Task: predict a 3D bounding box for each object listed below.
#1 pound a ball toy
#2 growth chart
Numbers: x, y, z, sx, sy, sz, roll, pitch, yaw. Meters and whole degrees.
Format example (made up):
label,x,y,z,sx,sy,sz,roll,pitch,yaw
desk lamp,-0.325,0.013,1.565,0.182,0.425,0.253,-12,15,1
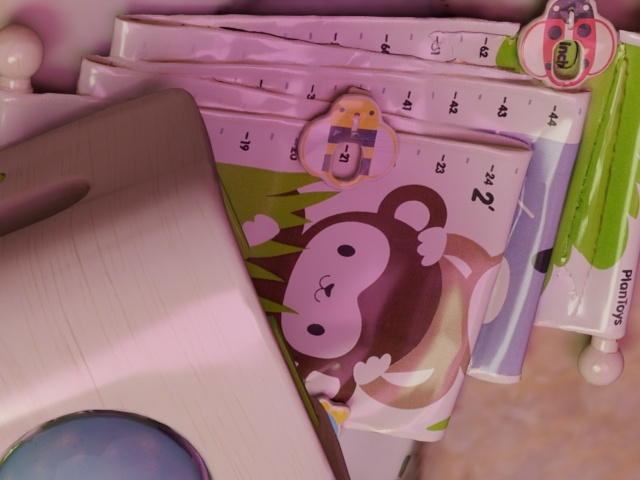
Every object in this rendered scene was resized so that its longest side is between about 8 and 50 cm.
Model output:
label,x,y,z,sx,sy,sz,roll,pitch,yaw
pound a ball toy,-0.169,0.054,0.443,0.319,0.135,0.208,-21,116,0
growth chart,0.000,0.000,0.540,0.237,0.021,0.172,-5,115,-11
